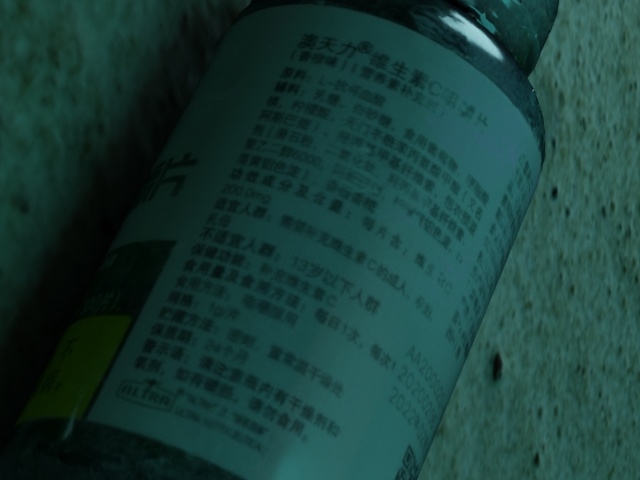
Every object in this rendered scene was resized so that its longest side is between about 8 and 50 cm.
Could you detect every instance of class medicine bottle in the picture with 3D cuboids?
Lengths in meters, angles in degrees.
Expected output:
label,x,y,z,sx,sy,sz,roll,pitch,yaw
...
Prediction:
label,x,y,z,sx,sy,sz,roll,pitch,yaw
medicine bottle,0.000,0.000,0.674,0.293,0.141,0.141,-64,143,-26
